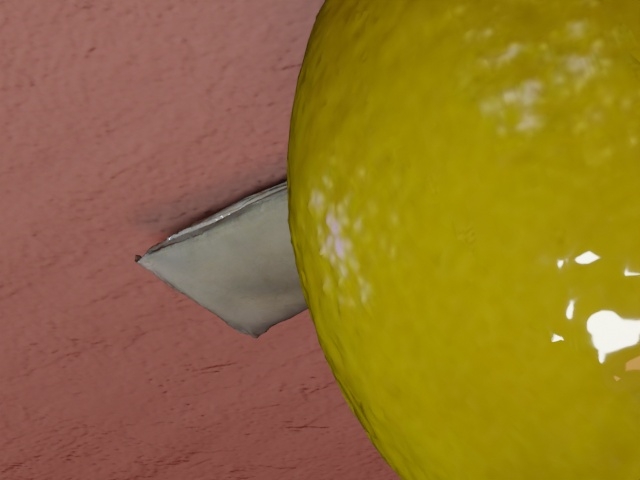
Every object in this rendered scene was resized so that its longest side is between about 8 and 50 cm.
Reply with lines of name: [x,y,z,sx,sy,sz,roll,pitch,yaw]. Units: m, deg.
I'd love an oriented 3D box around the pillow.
pillow: [0.000,0.000,1.046,0.208,0.053,0.119,-24,146,25]

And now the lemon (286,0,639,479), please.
lemon: [0.159,0.008,0.797,0.364,0.364,0.364,-3,150,-2]
